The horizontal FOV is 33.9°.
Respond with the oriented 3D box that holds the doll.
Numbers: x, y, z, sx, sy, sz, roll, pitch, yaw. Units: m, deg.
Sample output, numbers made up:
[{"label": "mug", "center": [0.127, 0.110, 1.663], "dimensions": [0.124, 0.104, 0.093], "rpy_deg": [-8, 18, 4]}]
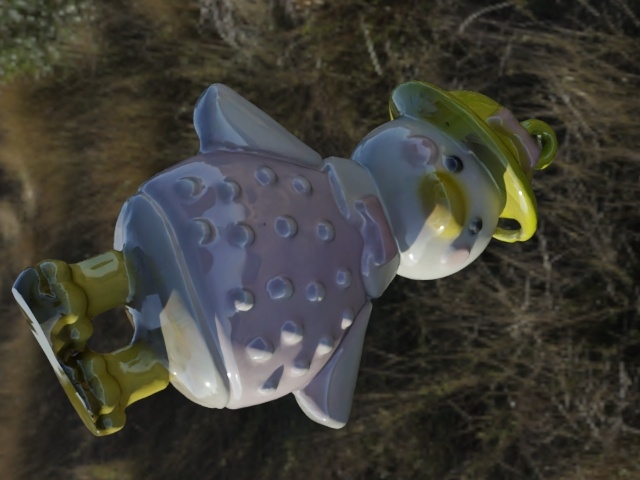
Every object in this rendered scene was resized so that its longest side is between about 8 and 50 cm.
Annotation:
[{"label": "doll", "center": [0.000, 0.000, 0.372], "dimensions": [0.081, 0.207, 0.129], "rpy_deg": [1, 114, 68]}]
